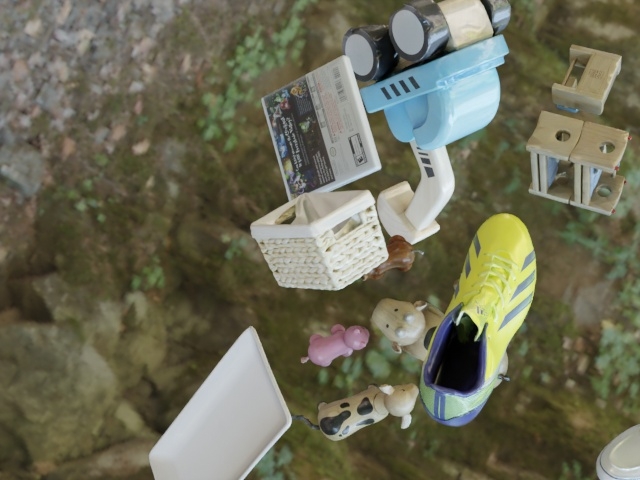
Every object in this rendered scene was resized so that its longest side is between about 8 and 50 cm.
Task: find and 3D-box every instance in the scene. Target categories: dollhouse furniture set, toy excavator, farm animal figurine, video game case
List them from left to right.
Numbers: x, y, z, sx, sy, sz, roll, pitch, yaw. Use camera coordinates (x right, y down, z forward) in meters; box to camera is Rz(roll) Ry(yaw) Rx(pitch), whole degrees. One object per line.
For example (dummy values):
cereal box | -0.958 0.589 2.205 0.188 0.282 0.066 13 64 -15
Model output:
video game case | -0.002 -0.172 1.635 0.173 0.190 0.022 -22 168 32
farm animal figurine | 0.143 0.165 1.582 0.172 0.327 0.330 -119 -140 -87
toy excavator | 0.211 -0.225 2.004 0.222 0.445 0.433 -24 -174 -34
dollhouse furniture set | 0.391 -0.158 1.480 0.183 0.129 0.129 -63 157 -20

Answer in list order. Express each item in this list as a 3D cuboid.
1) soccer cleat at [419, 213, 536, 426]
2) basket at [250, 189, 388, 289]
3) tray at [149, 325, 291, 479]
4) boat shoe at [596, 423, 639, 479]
soccer cleat | 0.195 0.083 1.234 0.121 0.093 0.289 70 39 -59
basket | 0.000 0.000 1.421 0.113 0.103 0.167 -31 -162 -30
tray | -0.120 0.242 1.249 0.030 0.145 0.270 11 129 -38
boat shoe | 0.475 0.260 1.403 0.226 0.083 0.075 -23 135 -17
